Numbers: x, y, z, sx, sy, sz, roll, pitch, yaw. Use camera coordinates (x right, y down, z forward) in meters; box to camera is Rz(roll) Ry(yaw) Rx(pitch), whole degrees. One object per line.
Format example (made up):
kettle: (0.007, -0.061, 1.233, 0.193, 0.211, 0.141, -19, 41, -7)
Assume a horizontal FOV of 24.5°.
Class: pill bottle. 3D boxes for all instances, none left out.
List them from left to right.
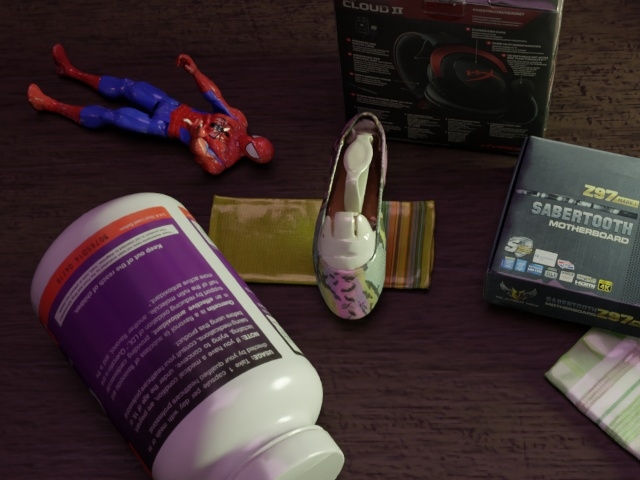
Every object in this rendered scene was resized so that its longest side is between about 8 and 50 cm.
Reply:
pill bottle: (-0.123, 0.119, 1.386, 0.181, 0.181, 0.323, -34, 64, -13)

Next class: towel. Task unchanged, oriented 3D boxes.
towel: (0.000, 0.000, 1.533, 0.237, 0.021, 0.102, 2, 61, 6)
towel: (0.310, 0.142, 1.430, 0.113, 0.023, 0.152, -41, 66, -18)

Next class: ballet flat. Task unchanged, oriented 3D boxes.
ballet flat: (0.032, -0.033, 1.491, 0.076, 0.079, 0.222, 4, 65, 6)

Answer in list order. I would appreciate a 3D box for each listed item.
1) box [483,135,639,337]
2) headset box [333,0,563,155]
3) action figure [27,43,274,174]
box: (0.296, 0.000, 1.477, 0.232, 0.059, 0.183, 14, 55, 11)
headset box: (0.132, -0.214, 1.483, 0.218, 0.293, 0.110, 7, 63, 9)
action figure: (-0.180, -0.152, 1.568, 0.280, 0.139, 0.091, 20, 66, 12)
